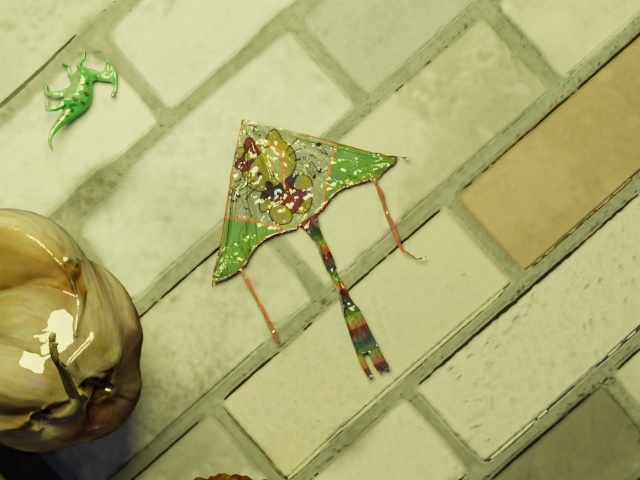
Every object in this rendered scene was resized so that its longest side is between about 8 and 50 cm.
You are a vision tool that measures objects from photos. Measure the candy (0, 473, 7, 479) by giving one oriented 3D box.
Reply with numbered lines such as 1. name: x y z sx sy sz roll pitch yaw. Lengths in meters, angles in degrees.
1. candy: -0.392 0.252 1.378 0.336 0.093 0.092 -16 128 -34

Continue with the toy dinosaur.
1. toy dinosaur: -0.201 -0.117 1.480 0.062 0.021 0.083 -2 90 -13

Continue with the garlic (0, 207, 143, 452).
1. garlic: -0.248 0.092 1.366 0.207 0.256 0.207 0 96 2

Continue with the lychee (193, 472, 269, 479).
1. lychee: -0.092 0.296 1.388 0.271 0.236 0.235 1 91 15

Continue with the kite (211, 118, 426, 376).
1. kite: 0.000 0.000 1.488 0.198 0.006 0.244 -30 91 0
